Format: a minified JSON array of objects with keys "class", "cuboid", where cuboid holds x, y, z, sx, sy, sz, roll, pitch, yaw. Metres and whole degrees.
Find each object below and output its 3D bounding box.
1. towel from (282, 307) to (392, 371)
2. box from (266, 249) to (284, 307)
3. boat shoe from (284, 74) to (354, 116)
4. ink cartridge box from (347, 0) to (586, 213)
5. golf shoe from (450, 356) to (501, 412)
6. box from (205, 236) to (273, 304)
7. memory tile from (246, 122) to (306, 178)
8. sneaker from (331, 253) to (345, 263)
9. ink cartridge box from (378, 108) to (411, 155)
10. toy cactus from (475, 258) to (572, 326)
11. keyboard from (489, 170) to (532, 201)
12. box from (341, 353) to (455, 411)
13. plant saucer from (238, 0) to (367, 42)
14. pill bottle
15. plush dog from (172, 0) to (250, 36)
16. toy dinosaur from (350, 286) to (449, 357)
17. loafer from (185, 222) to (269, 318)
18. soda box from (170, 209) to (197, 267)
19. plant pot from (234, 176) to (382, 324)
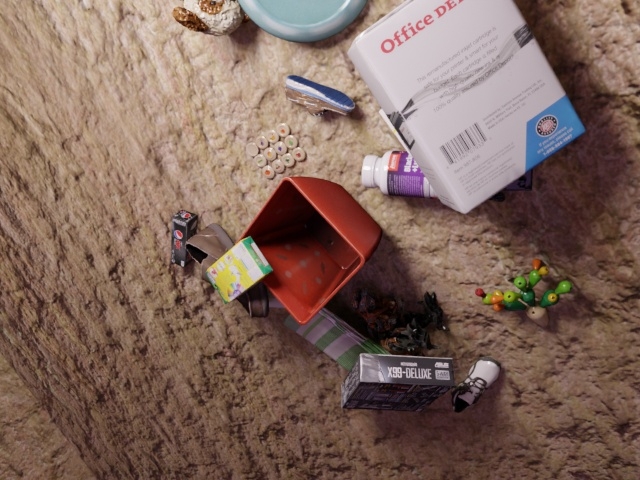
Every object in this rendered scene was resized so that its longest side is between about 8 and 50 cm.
[{"class":"towel","cuboid":[0.048,0.299,1.576,0.325,0.038,0.248,35,149,1]},{"class":"box","cuboid":[-0.109,0.085,1.521,0.091,0.130,0.170,0,117,24]},{"class":"boat shoe","cuboid":[-0.003,-0.336,1.296,0.183,0.066,0.066,29,129,17]},{"class":"ink cartridge box","cuboid":[0.280,-0.300,1.071,0.285,0.166,0.395,-34,102,3]},{"class":"golf shoe","cuboid":[0.433,0.409,1.498,0.077,0.094,0.198,30,122,6]},{"class":"box","cuboid":[-0.207,0.079,1.338,0.179,0.043,0.105,-36,86,35]},{"class":"memory tile","cuboid":[-0.119,-0.235,1.423,0.148,0.012,0.113,-25,105,31]},{"class":"sneaker","cuboid":[0.040,0.050,1.500,0.037,0.032,0.083,42,123,-4]},{"class":"ink cartridge box","cuboid":[0.217,-0.269,1.220,0.090,0.092,0.143,-32,103,32]},{"class":"toy cactus","cuboid":[0.514,0.143,1.333,0.219,0.112,0.180,-22,125,28]},{"class":"keyboard","cuboid":[0.398,-0.142,1.258,0.180,0.023,0.108,2,111,22]},{"class":"box","cuboid":[0.198,0.394,1.468,0.243,0.076,0.307,4,150,-5]},{"class":"plant saucer","cuboid":[-0.038,-0.577,1.123,0.318,0.043,0.317,-1,116,-1]},{"class":"pill bottle","cuboid":[0.201,-0.157,1.276,0.194,0.108,0.108,6,119,19]},{"class":"plush dog","cuboid":[-0.261,-0.566,1.202,0.211,0.262,0.225,-10,106,63]},{"class":"toy dinosaur","cuboid":[0.226,0.242,1.488,0.322,0.164,0.218,32,142,-25]},{"class":"loafer","cuboid":[-0.264,0.099,1.495,0.366,0.130,0.133,43,146,39]},{"class":"soda box","cuboid":[-0.416,-0.006,1.639,0.053,0.060,0.168,20,123,13]},{"class":"plant pot","cuboid":[0.000,0.000,1.348,0.267,0.236,0.267,48,125,10]}]
